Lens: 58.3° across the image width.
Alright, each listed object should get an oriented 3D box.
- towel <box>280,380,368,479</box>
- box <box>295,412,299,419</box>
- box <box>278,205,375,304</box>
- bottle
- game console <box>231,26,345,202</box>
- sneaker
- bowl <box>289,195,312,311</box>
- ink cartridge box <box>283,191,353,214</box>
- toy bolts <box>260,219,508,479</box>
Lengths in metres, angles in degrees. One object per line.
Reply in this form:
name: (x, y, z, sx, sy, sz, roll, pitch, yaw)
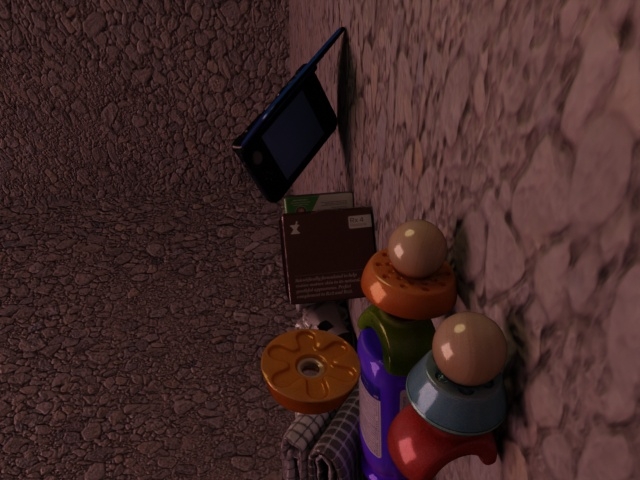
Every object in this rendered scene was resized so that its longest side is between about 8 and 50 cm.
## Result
towel: (0.040, 0.363, 0.936, 0.235, 0.121, 0.284, -45, -41, -53)
box: (0.027, 0.572, 1.476, 0.345, 0.168, 0.215, 91, 172, -54)
box: (0.009, 0.027, 1.128, 0.203, 0.168, 0.167, 177, 88, -85)
bottle: (0.100, 0.251, 0.781, 0.118, 0.092, 0.283, -111, 16, -65)
game console: (-0.031, -0.255, 1.205, 0.293, 0.173, 0.250, -55, -47, -27)
sneaker: (0.012, 0.252, 1.475, 0.331, 0.146, 0.123, -106, 14, -58)
bowl: (-0.008, 0.031, 1.484, 0.298, 0.134, 0.298, 176, 90, -83)
ink cartridge box: (0.000, 0.000, 1.286, 0.087, 0.152, 0.209, -127, 34, -81)
toy bolts: (0.068, 0.094, 0.537, 0.228, 0.218, 0.159, 51, 144, 47)
